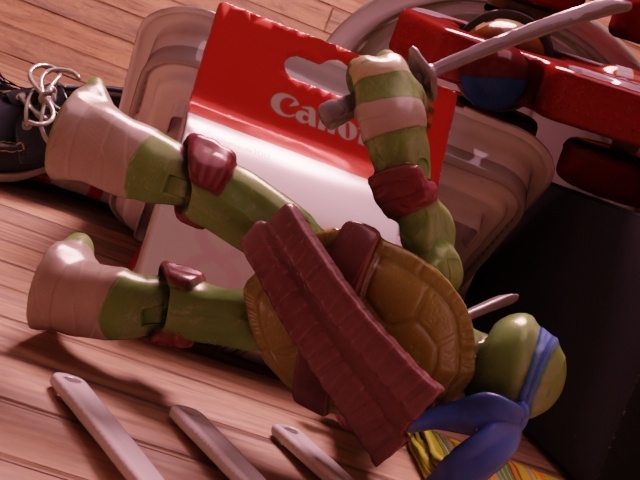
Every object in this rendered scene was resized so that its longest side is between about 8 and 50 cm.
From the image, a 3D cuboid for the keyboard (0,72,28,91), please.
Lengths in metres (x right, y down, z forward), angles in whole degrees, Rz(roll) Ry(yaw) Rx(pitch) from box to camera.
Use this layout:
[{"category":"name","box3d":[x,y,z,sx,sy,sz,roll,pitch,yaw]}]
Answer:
[{"category":"keyboard","box3d":[-0.312,-0.123,1.116,0.192,0.038,0.100,26,35,23]}]

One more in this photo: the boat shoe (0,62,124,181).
[{"category":"boat shoe","box3d":[-0.228,-0.102,1.009,0.254,0.079,0.095,4,51,-30]}]

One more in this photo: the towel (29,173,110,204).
[{"category":"towel","box3d":[-0.296,-0.090,1.132,0.329,0.037,0.237,18,9,-15]}]

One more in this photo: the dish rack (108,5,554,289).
[{"category":"dish rack","box3d":[-0.012,-0.032,0.930,0.333,0.072,0.285,21,-31,-7]}]

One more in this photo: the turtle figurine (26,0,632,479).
[{"category":"turtle figurine","box3d":[0.000,0.000,0.619,0.266,0.275,0.198,16,-32,3]}]

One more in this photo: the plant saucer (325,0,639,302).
[{"category":"plant saucer","box3d":[0.177,-0.100,1.207,0.400,0.400,0.100,23,41,11]}]

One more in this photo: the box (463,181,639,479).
[{"category":"box","box3d":[0.306,0.096,0.891,0.312,0.179,0.343,20,6,-12]}]

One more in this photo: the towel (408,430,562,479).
[{"category":"towel","box3d":[0.164,0.156,0.651,0.237,0.021,0.102,21,8,-9]}]

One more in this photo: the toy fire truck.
[{"category":"toy fire truck","box3d":[0.202,-0.127,0.927,0.302,0.169,0.254,20,14,5]}]

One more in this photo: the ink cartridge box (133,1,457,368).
[{"category":"ink cartridge box","box3d":[-0.006,-0.031,0.741,0.189,0.232,0.066,19,-15,-14]}]

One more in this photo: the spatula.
[{"category":"spatula","box3d":[-0.016,0.112,0.470,0.168,0.019,0.242,17,4,-29]}]

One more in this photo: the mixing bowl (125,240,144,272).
[{"category":"mixing bowl","box3d":[-0.042,0.013,0.822,0.181,0.098,0.181,22,6,-3]}]
